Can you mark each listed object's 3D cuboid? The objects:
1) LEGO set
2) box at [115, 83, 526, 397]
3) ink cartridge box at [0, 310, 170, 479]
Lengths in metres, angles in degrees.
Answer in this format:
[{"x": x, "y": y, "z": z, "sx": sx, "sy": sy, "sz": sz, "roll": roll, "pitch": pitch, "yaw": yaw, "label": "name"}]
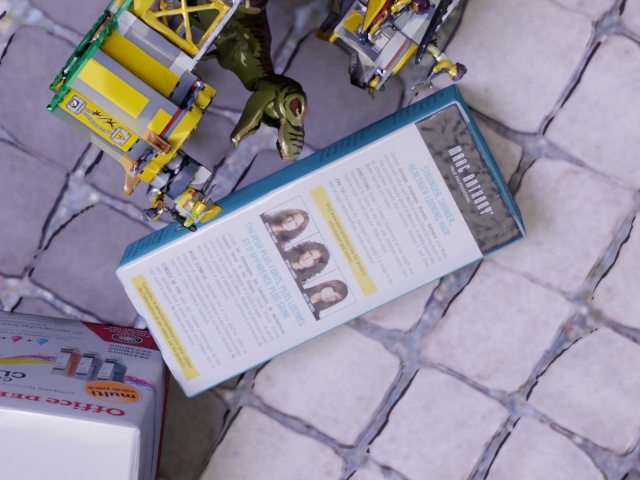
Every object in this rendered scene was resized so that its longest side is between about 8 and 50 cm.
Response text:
[{"x": -0.018, "y": -0.106, "z": 1.120, "sx": 0.192, "sy": 0.331, "sz": 0.255, "roll": 36, "pitch": 84, "yaw": -10, "label": "LEGO set"}, {"x": 0.000, "y": 0.000, "z": 1.263, "sx": 0.244, "sy": 0.060, "sz": 0.100, "roll": -26, "pitch": 104, "yaw": 9, "label": "box"}, {"x": -0.170, "y": 0.136, "z": 1.249, "sx": 0.128, "sy": 0.176, "sz": 0.127, "roll": 8, "pitch": 107, "yaw": -1, "label": "ink cartridge box"}]
